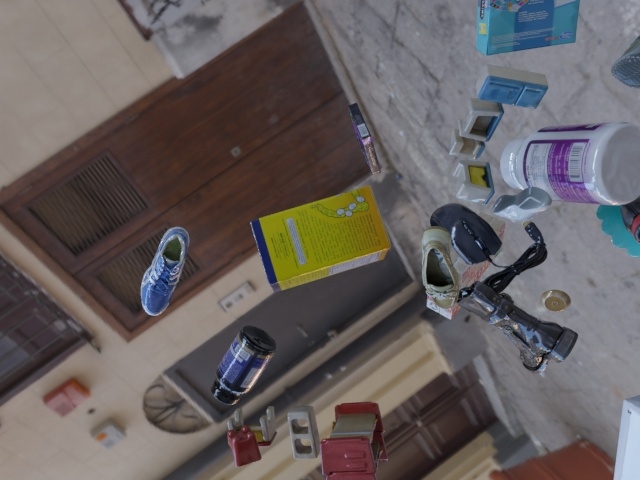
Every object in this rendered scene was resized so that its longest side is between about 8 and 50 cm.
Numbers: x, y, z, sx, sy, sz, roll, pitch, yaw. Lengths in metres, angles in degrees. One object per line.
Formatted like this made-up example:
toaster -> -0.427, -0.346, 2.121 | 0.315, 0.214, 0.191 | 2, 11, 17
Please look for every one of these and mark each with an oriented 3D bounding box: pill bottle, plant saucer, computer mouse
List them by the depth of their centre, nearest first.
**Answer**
computer mouse -> 0.363, -0.022, 1.358 | 0.262, 0.184, 0.060 | 59, 179, 38
pill bottle -> 0.542, -0.167, 1.370 | 0.169, 0.169, 0.301 | 56, 164, -20
plant saucer -> 0.673, 0.177, 1.799 | 0.083, 0.083, 0.015 | 56, -145, -21
pill bottle -> -0.230, 0.368, 1.835 | 0.123, 0.219, 0.123 | 30, -164, -10

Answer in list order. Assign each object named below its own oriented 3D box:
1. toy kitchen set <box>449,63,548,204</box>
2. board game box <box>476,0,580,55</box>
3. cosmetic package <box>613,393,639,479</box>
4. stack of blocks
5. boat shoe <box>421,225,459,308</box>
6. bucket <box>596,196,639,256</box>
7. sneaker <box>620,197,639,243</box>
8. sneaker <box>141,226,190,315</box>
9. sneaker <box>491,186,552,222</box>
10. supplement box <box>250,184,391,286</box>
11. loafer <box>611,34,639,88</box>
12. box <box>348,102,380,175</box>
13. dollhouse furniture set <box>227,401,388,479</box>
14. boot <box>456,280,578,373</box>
toy kitchen set -> 0.342, -0.194, 1.198 | 0.207, 0.122, 0.166 | 107, 168, -52
board game box -> 0.538, -0.667, 1.610 | 0.079, 0.254, 0.336 | -110, 12, -58
cosmetic package -> 0.855, 0.534, 1.529 | 0.097, 0.285, 0.377 | -143, 47, -63
stack of blocks -> 0.441, 0.074, 1.898 | 0.087, 0.297, 0.171 | 28, 146, 29
boat shoe -> 0.176, 0.051, 0.930 | 0.048, 0.056, 0.153 | -70, -25, -47
bucket -> 1.005, -0.098, 1.893 | 0.281, 0.183, 0.281 | 46, 157, 26
sneaker -> 0.777, -0.023, 1.415 | 0.276, 0.097, 0.135 | 22, -152, -28
sneaker -> -0.355, 0.068, 1.420 | 0.080, 0.211, 0.081 | 16, 177, -12
sneaker -> 0.412, -0.068, 1.253 | 0.061, 0.053, 0.152 | 30, 167, -17
supplement box -> 0.000, 0.000, 1.826 | 0.194, 0.357, 0.195 | 93, 160, -78
loafer -> 0.721, -0.412, 1.349 | 0.094, 0.087, 0.251 | 39, 169, 4
box -> 0.113, -0.256, 1.601 | 0.162, 0.029, 0.116 | 62, -172, -57
dollhouse furniture set -> -0.042, 0.487, 1.439 | 0.201, 0.374, 0.152 | -37, -61, -74
boot -> 0.380, 0.164, 1.275 | 0.229, 0.091, 0.263 | 30, 164, 11
